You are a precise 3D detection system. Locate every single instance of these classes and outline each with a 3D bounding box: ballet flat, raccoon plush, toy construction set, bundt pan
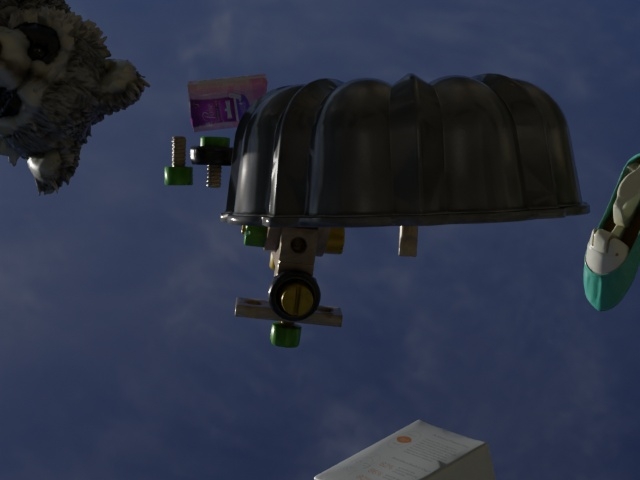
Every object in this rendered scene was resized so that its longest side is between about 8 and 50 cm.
[{"bbox_3d":[0.433,-0.021,1.637,0.083,0.247,0.087,24,179,44],"label":"ballet flat"},{"bbox_3d":[-0.293,-0.212,1.306,0.299,0.216,0.446,38,-159,9],"label":"raccoon plush"},{"bbox_3d":[0.000,0.000,1.352,0.309,0.237,0.257,0,-176,-31],"label":"toy construction set"},{"bbox_3d":[0.074,-0.081,1.010,0.331,0.124,0.331,-1,-176,0],"label":"bundt pan"}]

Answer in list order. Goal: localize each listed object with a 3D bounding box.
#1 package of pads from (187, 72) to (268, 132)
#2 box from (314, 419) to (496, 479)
[{"bbox_3d":[-0.092,-0.140,1.143,0.083,0.050,0.032,-6,-145,-2],"label":"package of pads"},{"bbox_3d":[0.103,0.297,1.327,0.170,0.091,0.130,-22,-163,-30],"label":"box"}]
